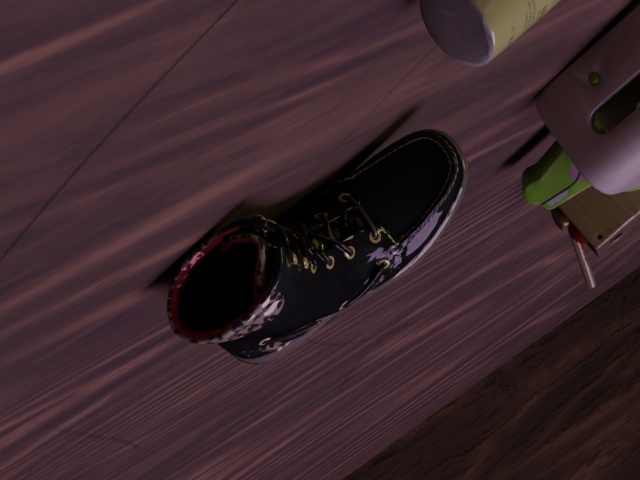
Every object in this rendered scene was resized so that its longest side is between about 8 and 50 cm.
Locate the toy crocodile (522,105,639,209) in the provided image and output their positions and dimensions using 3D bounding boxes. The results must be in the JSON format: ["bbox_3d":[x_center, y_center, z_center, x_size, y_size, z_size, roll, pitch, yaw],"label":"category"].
[{"bbox_3d":[0.338,-0.140,1.876,0.341,0.105,0.115,-31,-166,19],"label":"toy crocodile"}]

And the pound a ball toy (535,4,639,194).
[{"bbox_3d":[0.379,-0.178,1.724,0.319,0.135,0.208,-41,167,29],"label":"pound a ball toy"}]

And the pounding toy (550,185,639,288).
[{"bbox_3d":[0.293,-0.031,2.118,0.100,0.130,0.141,-40,170,4],"label":"pounding toy"}]

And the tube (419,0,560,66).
[{"bbox_3d":[0.164,-0.197,1.206,0.240,0.062,0.070,-40,-149,-27],"label":"tube"}]

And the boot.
[{"bbox_3d":[0.000,0.002,1.380,0.236,0.085,0.178,-41,167,7],"label":"boot"}]
